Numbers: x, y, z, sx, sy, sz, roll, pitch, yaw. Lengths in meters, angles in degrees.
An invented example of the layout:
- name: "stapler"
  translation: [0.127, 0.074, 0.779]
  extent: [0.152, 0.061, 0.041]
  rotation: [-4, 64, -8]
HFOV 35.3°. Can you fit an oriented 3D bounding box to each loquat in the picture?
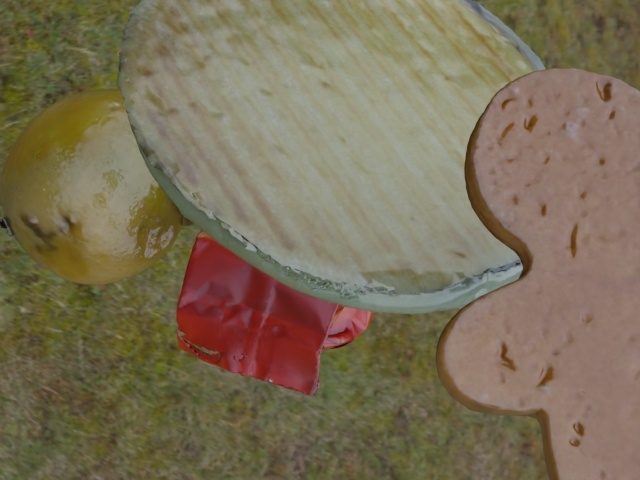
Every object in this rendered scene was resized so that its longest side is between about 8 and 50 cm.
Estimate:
- name: "loquat"
  translation: [-0.255, -0.066, 1.199]
  extent: [0.244, 0.244, 0.244]
  rotation: [-4, 96, -36]

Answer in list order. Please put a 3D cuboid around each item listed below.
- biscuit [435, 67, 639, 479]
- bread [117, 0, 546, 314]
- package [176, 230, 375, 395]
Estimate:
- name: "biscuit"
  translation: [0.131, 0.044, 0.406]
  extent: [0.165, 0.036, 0.250]
  rotation: [-19, 74, -4]
- name: "bread"
  translation: [0.021, -0.068, 0.550]
  extent: [0.267, 0.040, 0.267]
  rotation: [10, 51, -13]
- name: "package"
  translation: [0.000, 0.000, 1.179]
  extent: [0.423, 0.196, 0.123]
  rotation: [-49, 147, -50]
